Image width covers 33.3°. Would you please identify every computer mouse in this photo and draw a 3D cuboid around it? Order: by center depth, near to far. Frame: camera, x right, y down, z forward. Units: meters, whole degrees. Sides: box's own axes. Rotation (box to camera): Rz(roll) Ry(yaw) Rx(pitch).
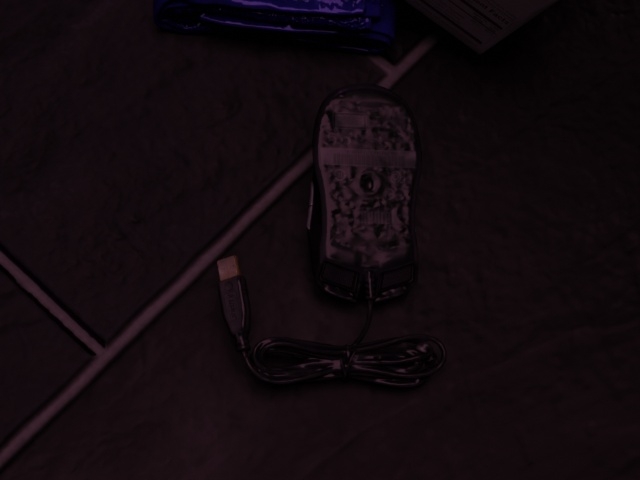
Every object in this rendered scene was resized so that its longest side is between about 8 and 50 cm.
[{"bbox_3d":[0.000,0.000,0.910,0.184,0.060,0.262,-4,81,-11],"label":"computer mouse"}]

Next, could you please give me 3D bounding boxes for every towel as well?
[{"bbox_3d":[-0.032,-0.334,1.025,0.227,0.076,0.308,6,68,-4],"label":"towel"}]

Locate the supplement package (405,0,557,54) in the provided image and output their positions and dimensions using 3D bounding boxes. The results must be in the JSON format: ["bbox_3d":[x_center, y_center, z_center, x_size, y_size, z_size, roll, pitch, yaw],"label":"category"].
[{"bbox_3d":[0.112,-0.338,0.946,0.262,0.145,0.204,32,62,-17],"label":"supplement package"}]
